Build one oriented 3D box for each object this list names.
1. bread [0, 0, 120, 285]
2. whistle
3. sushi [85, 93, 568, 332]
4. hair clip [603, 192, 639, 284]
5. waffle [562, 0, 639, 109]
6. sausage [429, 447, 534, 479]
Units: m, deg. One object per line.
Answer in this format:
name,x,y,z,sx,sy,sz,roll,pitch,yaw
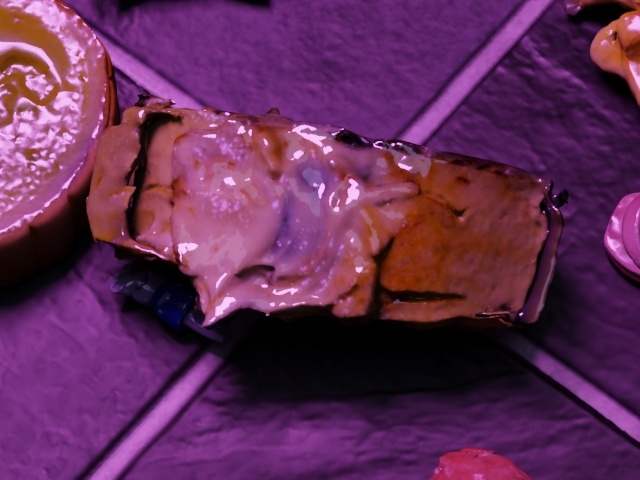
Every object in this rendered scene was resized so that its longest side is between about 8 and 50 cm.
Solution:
bread,-0.244,-0.071,1.137,0.236,0.070,0.236,1,63,-3
whistle,-0.093,0.040,1.106,0.083,0.029,0.033,30,46,17
sushi,0.000,-0.001,1.088,0.290,0.131,0.139,12,85,-4
hair clip,0.251,-0.003,1.104,0.138,0.102,0.123,28,67,11
waffle,0.386,-0.176,1.215,0.379,0.095,0.382,33,68,12
sausage,0.117,0.179,1.017,0.076,0.076,0.141,-40,69,-21
